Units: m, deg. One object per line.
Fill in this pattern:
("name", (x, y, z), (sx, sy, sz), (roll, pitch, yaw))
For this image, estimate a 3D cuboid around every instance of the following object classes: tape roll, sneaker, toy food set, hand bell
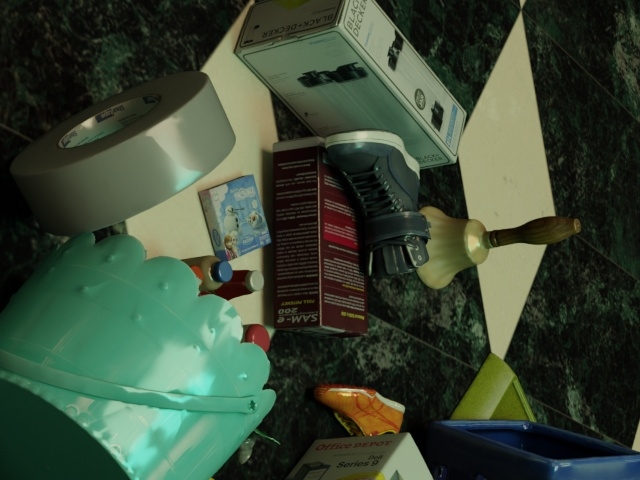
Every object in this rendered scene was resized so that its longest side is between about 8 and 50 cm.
("tape roll", (-0.197, -0.089, 1.310), (0.219, 0.219, 0.072), (-49, 121, -46))
("sneaker", (0.075, -0.043, 1.640), (0.226, 0.086, 0.163), (29, 57, -60))
("sneaker", (0.053, 0.228, 1.709), (0.175, 0.064, 0.067), (29, 70, -44))
("toy food set", (-0.114, 0.091, 1.478), (0.232, 0.104, 0.111), (55, 44, -31))
("hand bell", (0.263, -0.004, 1.882), (0.126, 0.242, 0.126), (16, 70, -51))

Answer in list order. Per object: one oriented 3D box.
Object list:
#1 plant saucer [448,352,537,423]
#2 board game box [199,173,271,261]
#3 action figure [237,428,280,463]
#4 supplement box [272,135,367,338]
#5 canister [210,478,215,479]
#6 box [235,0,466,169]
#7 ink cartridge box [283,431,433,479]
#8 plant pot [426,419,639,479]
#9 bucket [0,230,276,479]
("plant saucer", (0.281, 0.298, 2.008), (0.188, 0.045, 0.188), (-49, 121, -45))
("board game box", (-0.103, -0.028, 1.588), (0.090, 0.020, 0.090), (-26, 103, -53))
("action figure", (-0.161, 0.155, 1.412), (0.232, 0.137, 0.063), (46, 61, -26))
("supplement box", (0.000, 0.000, 1.663), (0.130, 0.073, 0.239), (19, 68, -60))
("canister", (-0.178, 0.309, 1.340), (0.170, 0.126, 0.073), (-59, 171, -43))
("box", (0.046, -0.204, 1.698), (0.290, 0.169, 0.087), (42, 51, -39))
("ink cartridge box", (0.019, 0.330, 1.563), (0.212, 0.154, 0.093), (-44, 116, -47))
("plant pot", (0.289, 0.376, 1.820), (0.236, 0.236, 0.212), (6, 94, -42))
("bucket", (-0.204, 0.146, 1.221), (0.183, 0.281, 0.281), (-53, 124, -38))
